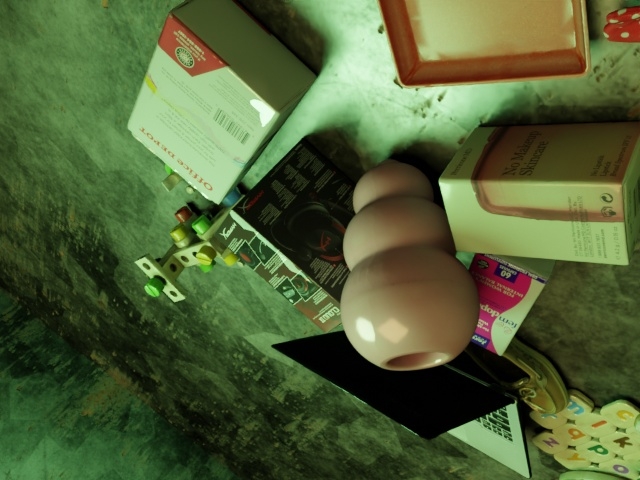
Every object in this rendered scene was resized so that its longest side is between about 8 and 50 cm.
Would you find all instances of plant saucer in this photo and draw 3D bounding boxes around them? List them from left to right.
[{"bbox_3d":[0.188,-0.317,0.766,0.259,0.047,0.259,6,133,35],"label":"plant saucer"}]

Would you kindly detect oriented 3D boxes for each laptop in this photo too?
[{"bbox_3d":[0.167,0.336,1.240,0.382,0.236,0.407,22,143,44],"label":"laptop"}]

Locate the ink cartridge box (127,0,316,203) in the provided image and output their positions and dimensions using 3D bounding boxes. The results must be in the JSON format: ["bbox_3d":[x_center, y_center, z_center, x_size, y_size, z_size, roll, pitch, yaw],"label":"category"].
[{"bbox_3d":[-0.180,-0.236,1.083,0.226,0.131,0.306,42,144,-5],"label":"ink cartridge box"}]

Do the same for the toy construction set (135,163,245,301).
[{"bbox_3d":[-0.269,-0.011,1.301,0.258,0.237,0.308,13,135,30],"label":"toy construction set"}]

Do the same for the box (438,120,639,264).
[{"bbox_3d":[0.301,-0.068,0.847,0.232,0.148,0.126,5,131,36],"label":"box"}]

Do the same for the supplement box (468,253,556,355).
[{"bbox_3d":[0.294,0.070,1.027,0.111,0.114,0.220,25,143,15],"label":"supplement box"}]

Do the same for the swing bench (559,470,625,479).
[{"bbox_3d":[0.578,0.623,1.223,0.255,0.253,0.165,36,147,-7],"label":"swing bench"}]

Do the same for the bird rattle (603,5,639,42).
[{"bbox_3d":[0.422,-0.171,0.669,0.254,0.143,0.207,22,156,25],"label":"bird rattle"}]

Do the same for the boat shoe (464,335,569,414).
[{"bbox_3d":[0.340,0.230,1.167,0.285,0.089,0.104,44,141,-4],"label":"boat shoe"}]

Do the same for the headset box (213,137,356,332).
[{"bbox_3d":[0.000,0.000,1.107,0.293,0.218,0.110,41,144,-4],"label":"headset box"}]

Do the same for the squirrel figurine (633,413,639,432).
[{"bbox_3d":[0.623,0.352,0.893,0.370,0.281,0.397,44,155,24],"label":"squirrel figurine"}]

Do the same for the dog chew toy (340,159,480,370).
[{"bbox_3d":[0.125,0.024,0.975,0.207,0.331,0.206,-4,155,-2],"label":"dog chew toy"}]

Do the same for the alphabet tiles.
[{"bbox_3d":[0.556,0.395,1.222,0.284,0.021,0.278,37,143,3],"label":"alphabet tiles"}]

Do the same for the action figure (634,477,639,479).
[{"bbox_3d":[0.690,0.502,1.171,0.232,0.063,0.137,33,139,-18],"label":"action figure"}]
